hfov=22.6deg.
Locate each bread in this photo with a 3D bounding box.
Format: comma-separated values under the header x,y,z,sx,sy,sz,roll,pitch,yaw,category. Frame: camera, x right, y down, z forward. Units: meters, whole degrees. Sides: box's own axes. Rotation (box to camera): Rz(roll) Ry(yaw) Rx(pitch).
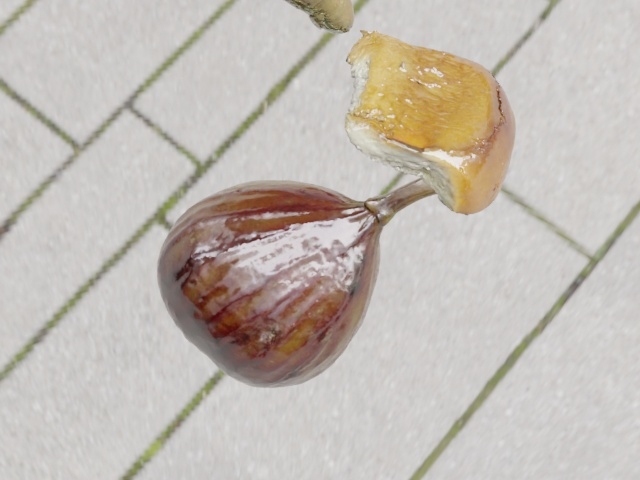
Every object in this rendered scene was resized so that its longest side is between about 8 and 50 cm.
x,y,z,sx,sy,sz,roll,pitch,yaw,category
0.075,-0.084,1.041,0.126,0.044,0.129,24,46,-14,bread

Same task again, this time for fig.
x,y,z,sx,sy,sz,roll,pitch,yaw,category
0.000,0.000,1.582,0.321,0.217,0.217,-36,71,25,fig

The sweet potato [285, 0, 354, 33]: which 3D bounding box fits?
x,y,z,sx,sy,sz,roll,pitch,yaw,category
-0.021,-0.309,1.344,0.124,0.310,0.098,21,45,15,sweet potato
